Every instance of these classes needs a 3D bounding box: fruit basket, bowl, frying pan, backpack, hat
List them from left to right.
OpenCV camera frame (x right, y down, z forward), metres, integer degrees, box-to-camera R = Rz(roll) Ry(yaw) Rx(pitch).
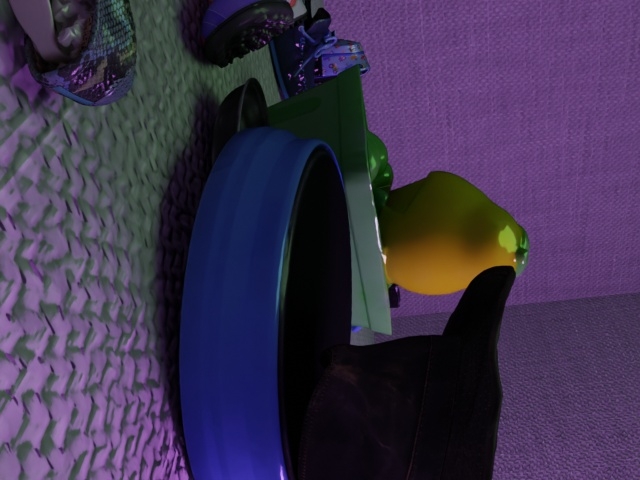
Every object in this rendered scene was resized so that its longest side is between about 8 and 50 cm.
[{"bbox_3d":[-0.074,-0.034,0.756,0.326,0.053,0.197,84,8,-47],"label":"frying pan"},{"bbox_3d":[-0.030,0.079,0.660,0.391,0.077,0.390,1,90,-79],"label":"bowl"},{"bbox_3d":[0.016,-0.385,1.367,0.158,0.174,0.116,-69,152,-74],"label":"backpack"},{"bbox_3d":[0.053,0.154,0.554,0.331,0.134,0.331,17,90,-84],"label":"hat"},{"bbox_3d":[0.103,-0.040,0.946,0.391,0.393,0.282,76,10,-46],"label":"fruit basket"}]

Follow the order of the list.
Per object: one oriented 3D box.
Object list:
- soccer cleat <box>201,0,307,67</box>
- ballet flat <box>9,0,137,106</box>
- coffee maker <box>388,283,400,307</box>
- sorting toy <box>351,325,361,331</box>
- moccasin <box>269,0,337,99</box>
[{"bbox_3d":[-0.091,-0.283,0.754,0.116,0.109,0.318,58,17,-16],"label":"soccer cleat"},{"bbox_3d":[-0.136,-0.165,0.330,0.070,0.070,0.188,-51,130,-81],"label":"ballet flat"},{"bbox_3d":[0.105,0.129,1.581,0.120,0.179,0.171,66,18,-66],"label":"coffee maker"},{"bbox_3d":[0.032,0.018,1.290,0.196,0.047,0.347,-36,-131,47],"label":"sorting toy"},{"bbox_3d":[-0.035,-0.392,1.174,0.137,0.117,0.341,-89,170,-50],"label":"moccasin"}]
